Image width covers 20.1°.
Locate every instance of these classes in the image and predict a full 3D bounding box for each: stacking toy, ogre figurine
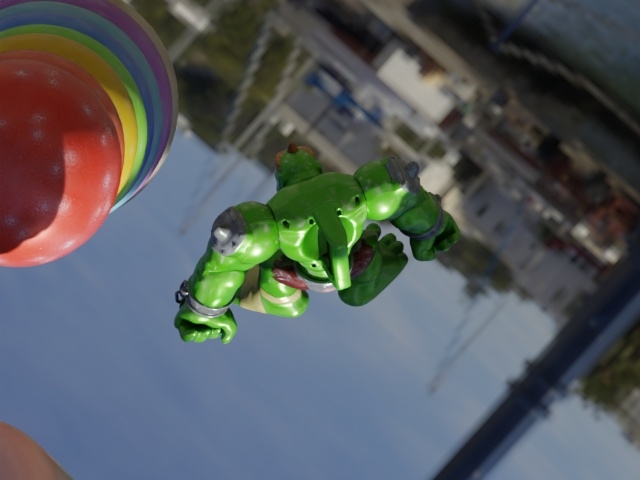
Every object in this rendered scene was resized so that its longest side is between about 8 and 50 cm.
[{"bbox_3d":[-0.143,-0.057,0.891,0.141,0.141,0.330,41,-176,-8],"label":"stacking toy"},{"bbox_3d":[0.000,0.000,1.179,0.118,0.197,0.097,92,175,-58],"label":"ogre figurine"}]

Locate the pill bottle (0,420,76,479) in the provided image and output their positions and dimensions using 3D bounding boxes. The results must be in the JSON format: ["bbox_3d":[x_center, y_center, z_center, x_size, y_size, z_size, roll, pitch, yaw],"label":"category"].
[{"bbox_3d":[-0.138,0.211,0.919,0.146,0.146,0.264,47,174,42],"label":"pill bottle"}]
